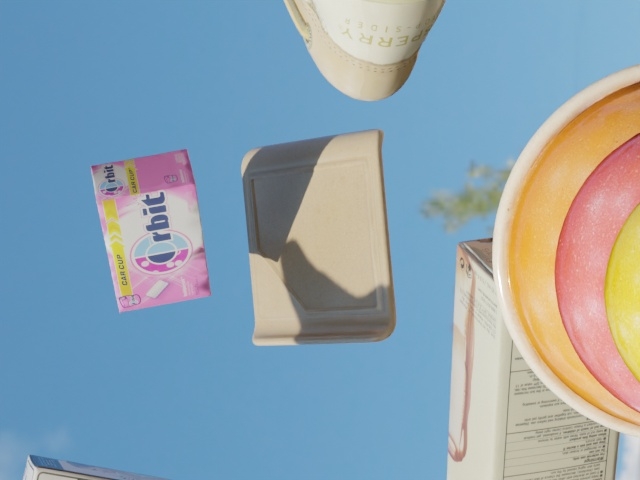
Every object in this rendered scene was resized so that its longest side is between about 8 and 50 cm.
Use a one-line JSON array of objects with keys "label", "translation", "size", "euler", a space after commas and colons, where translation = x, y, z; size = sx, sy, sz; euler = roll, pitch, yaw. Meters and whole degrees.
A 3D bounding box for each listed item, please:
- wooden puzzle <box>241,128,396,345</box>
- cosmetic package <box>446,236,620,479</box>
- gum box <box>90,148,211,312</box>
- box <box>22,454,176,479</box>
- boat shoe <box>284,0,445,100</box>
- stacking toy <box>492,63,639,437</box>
[{"label": "wooden puzzle", "translation": [0.000, 0.000, 1.775], "size": [0.044, 0.221, 0.238], "euler": [2, -95, -46]}, {"label": "cosmetic package", "translation": [0.226, 0.150, 1.626], "size": [0.153, 0.129, 0.296], "euler": [-6, -66, -17]}, {"label": "gum box", "translation": [-0.186, -0.005, 1.715], "size": [0.188, 0.107, 0.062], "euler": [86, 170, -45]}, {"label": "box", "translation": [-0.279, 0.409, 2.145], "size": [0.290, 0.087, 0.169], "euler": [14, -90, -17]}, {"label": "boat shoe", "translation": [0.003, -0.192, 0.800], "size": [0.302, 0.109, 0.098], "euler": [-105, 19, -45]}, {"label": "stacking toy", "translation": [0.330, 0.038, 1.193], "size": [0.480, 0.351, 0.350], "euler": [-90, -1, -82]}]
